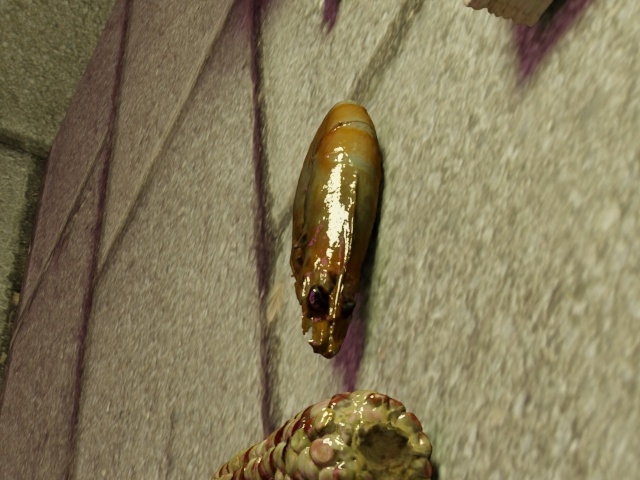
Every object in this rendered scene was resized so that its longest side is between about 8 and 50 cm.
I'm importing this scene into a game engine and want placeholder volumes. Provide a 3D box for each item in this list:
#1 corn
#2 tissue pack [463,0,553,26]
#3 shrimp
[{"bbox_3d":[-0.011,0.170,0.917,0.280,0.092,0.092,141,144,-61],"label":"corn"},{"bbox_3d":[0.196,-0.310,0.839,0.170,0.071,0.325,-91,26,-43],"label":"tissue pack"},{"bbox_3d":[0.000,0.000,1.090,0.152,0.063,0.287,125,160,-44],"label":"shrimp"}]
